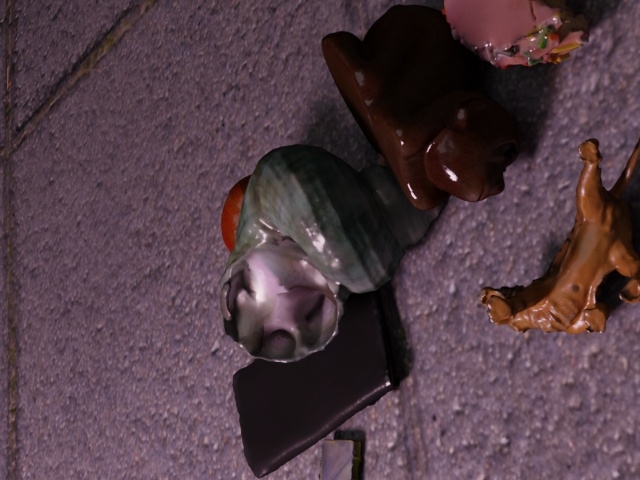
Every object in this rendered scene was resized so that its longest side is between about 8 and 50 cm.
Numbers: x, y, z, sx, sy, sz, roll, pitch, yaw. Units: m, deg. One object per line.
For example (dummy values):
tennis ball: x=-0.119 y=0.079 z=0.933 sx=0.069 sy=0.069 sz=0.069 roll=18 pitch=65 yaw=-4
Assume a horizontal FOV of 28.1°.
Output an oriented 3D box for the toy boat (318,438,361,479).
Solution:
toy boat: x=0.021 y=0.279 z=1.419 sx=0.063 sy=0.016 sz=0.115 roll=-11 pitch=71 yaw=53

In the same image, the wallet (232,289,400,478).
wallet: x=-0.010 y=0.162 z=1.484 sx=0.285 sy=0.030 sz=0.146 roll=-41 pitch=51 yaw=41

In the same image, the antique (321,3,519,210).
antique: x=0.113 y=-0.142 z=1.318 sx=0.121 sy=0.143 sz=0.257 roll=74 pitch=171 yaw=-48

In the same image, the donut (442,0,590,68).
donut: x=0.206 y=-0.280 z=1.263 sx=0.199 sy=0.085 sz=0.233 roll=16 pitch=94 yaw=54

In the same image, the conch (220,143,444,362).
conch: x=0.000 y=0.000 z=1.381 sx=0.277 sy=0.195 sz=0.220 roll=-24 pitch=86 yaw=6

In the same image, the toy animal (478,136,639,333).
toy animal: x=0.246 y=-0.008 z=1.139 sx=0.255 sy=0.114 sz=0.116 roll=-61 pitch=-4 yaw=16

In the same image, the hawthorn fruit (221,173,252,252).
hawthorn fruit: x=-0.065 y=-0.024 z=1.535 sx=0.140 sy=0.125 sz=0.125 roll=31 pitch=105 yaw=49
